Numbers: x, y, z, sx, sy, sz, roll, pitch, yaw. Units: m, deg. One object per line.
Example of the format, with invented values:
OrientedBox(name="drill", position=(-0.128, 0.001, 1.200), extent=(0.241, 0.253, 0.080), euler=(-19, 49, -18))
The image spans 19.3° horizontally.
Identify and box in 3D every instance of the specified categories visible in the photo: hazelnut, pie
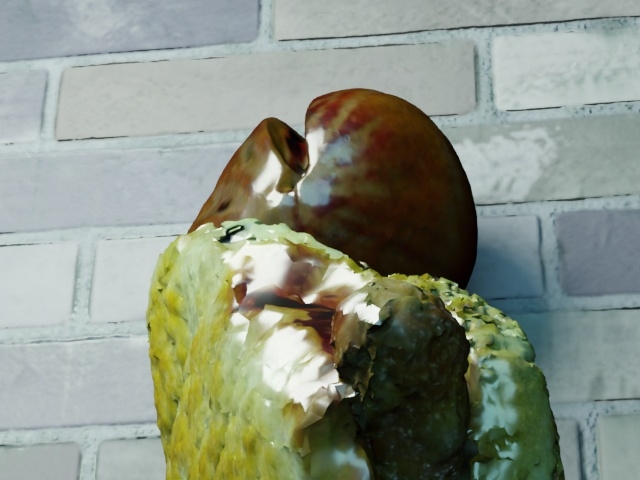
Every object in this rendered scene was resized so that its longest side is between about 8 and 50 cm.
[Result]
OrientedBox(name="hazelnut", position=(0.000, 0.000, 1.482), extent=(0.251, 0.217, 0.217), euler=(-32, 54, 11))
OrientedBox(name="pie", position=(-0.003, 0.184, 1.250), extent=(0.180, 0.395, 0.418), euler=(-4, 5, -26))
